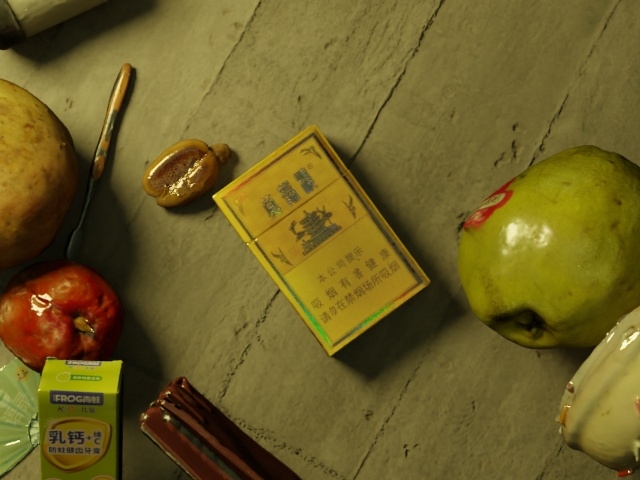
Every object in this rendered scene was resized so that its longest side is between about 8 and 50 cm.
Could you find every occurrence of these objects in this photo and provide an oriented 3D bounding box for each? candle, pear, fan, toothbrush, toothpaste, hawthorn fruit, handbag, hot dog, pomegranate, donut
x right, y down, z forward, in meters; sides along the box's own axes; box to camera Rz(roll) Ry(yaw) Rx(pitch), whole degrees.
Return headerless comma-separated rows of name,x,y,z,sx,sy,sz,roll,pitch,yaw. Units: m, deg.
candle,-0.386,-0.422,1.566,0.330,0.187,0.187,-27,89,-5
pear,0.371,-0.001,1.562,0.287,0.287,0.375,41,58,-1
fan,-0.461,0.260,1.622,0.131,0.009,0.240,31,86,0
toothbrush,-0.340,-0.120,1.633,0.023,0.031,0.320,19,87,-31
toothpaste,-0.340,0.320,1.518,0.110,0.077,0.327,4,119,-5
hawthorn fruit,-0.368,0.116,1.535,0.179,0.200,0.179,-3,96,-26
handbag,-0.134,0.316,1.515,0.275,0.260,0.084,44,88,1
hot dog,-0.204,-0.108,1.631,0.140,0.060,0.090,-43,95,2
pomegranate,-0.474,-0.093,1.504,0.281,0.281,0.281,0,88,-4
donut,0.504,0.182,1.511,0.383,0.382,0.142,-41,64,-4

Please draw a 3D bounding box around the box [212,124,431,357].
box,0.000,0.000,1.622,0.193,0.084,0.301,-36,90,-4
